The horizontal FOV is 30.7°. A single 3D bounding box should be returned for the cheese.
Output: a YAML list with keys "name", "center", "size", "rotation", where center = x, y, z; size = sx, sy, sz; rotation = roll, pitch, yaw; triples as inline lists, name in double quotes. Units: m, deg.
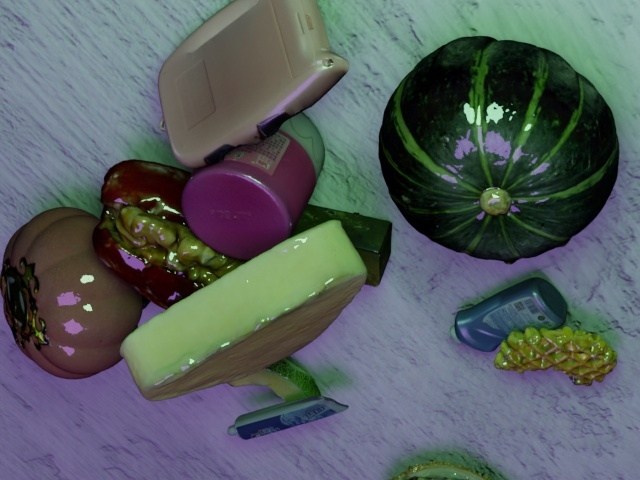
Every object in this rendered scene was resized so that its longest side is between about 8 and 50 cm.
- name: "cheese"
  center: [-0.095, 0.126, 1.819]
  size: [0.384, 0.384, 0.104]
  rotation: [-42, 72, 42]

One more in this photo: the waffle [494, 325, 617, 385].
- name: "waffle"
  center: [0.382, 0.191, 1.878]
  size: [0.194, 0.051, 0.149]
  rotation: [6, 146, -5]

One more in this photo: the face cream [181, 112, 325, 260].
- name: "face cream"
  center: [-0.098, -0.093, 1.768]
  size: [0.175, 0.195, 0.175]
  rotation: [11, 133, 12]

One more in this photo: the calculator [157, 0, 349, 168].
- name: "calculator"
  center: [-0.116, -0.235, 1.645]
  size: [0.329, 0.220, 0.048]
  rotation: [-29, 156, 30]

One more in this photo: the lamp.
- name: "lamp"
  center: [-0.419, 0.089, 2.033]
  size: [0.305, 0.239, 0.306]
  rotation: [16, 111, 48]

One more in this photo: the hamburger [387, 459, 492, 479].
- name: "hamburger"
  center: [0.239, 0.552, 2.223]
  size: [0.302, 0.170, 0.302]
  rotation: [15, 136, 15]

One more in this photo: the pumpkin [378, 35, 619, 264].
- name: "pumpkin"
  center: [0.239, -0.120, 1.573]
  size: [0.323, 0.241, 0.323]
  rotation: [11, 136, 11]

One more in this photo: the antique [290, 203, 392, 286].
- name: "antique"
  center: [0.000, 0.000, 1.890]
  size: [0.220, 0.080, 0.081]
  rotation: [12, 134, 12]

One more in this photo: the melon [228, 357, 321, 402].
- name: "melon"
  center: [-0.088, 0.259, 2.171]
  size: [0.209, 0.064, 0.118]
  rotation: [37, 132, -15]

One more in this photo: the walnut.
- name: "walnut"
  center: [-0.239, 0.001, 1.867]
  size: [0.269, 0.244, 0.222]
  rotation: [24, 98, -22]

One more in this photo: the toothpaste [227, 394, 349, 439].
- name: "toothpaste"
  center: [-0.072, 0.327, 2.164]
  size: [0.268, 0.047, 0.069]
  rotation: [-22, 113, 35]

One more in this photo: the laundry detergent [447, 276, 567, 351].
- name: "laundry detergent"
  center: [0.293, 0.129, 1.896]
  size: [0.206, 0.061, 0.096]
  rotation: [-26, 126, 37]
